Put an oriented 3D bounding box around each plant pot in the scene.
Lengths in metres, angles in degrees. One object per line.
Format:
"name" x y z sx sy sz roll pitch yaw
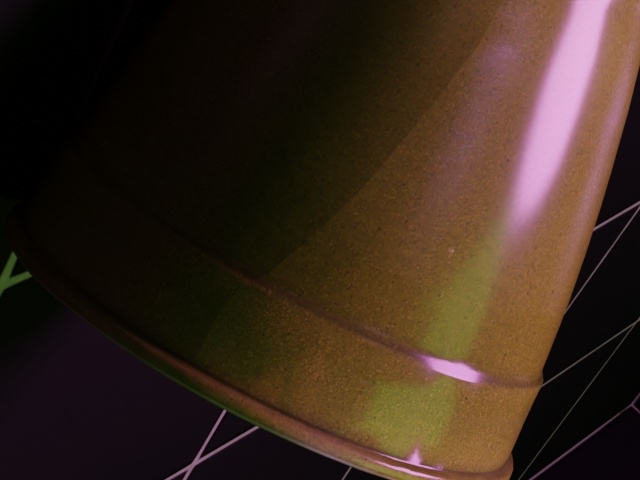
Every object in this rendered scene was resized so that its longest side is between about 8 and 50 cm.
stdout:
"plant pot" 0.040 -0.085 1.272 0.353 0.366 0.366 -62 160 10
